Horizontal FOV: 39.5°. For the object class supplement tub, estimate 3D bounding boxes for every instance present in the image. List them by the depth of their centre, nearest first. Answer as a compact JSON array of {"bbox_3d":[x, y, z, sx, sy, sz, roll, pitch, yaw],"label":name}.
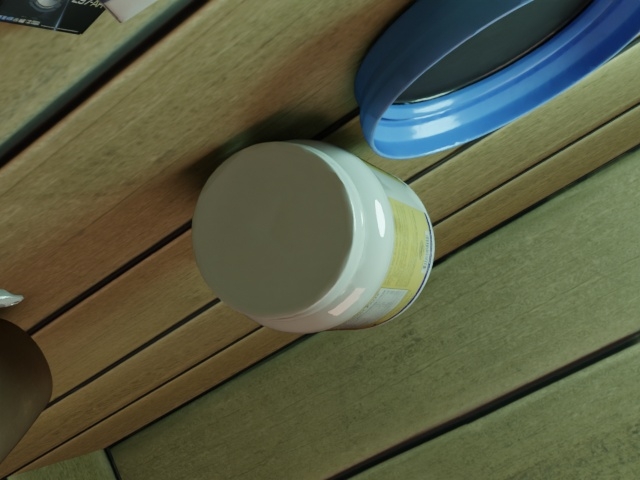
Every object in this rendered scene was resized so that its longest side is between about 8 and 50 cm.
[{"bbox_3d":[0.000,0.000,1.160,0.241,0.241,0.331,-30,166,16],"label":"supplement tub"}]

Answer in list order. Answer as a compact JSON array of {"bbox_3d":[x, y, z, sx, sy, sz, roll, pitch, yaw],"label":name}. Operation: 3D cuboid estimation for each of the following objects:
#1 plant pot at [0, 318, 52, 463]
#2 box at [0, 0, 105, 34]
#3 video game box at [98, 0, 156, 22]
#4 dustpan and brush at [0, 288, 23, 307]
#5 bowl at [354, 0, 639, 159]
[{"bbox_3d":[-0.478,0.217,1.155,0.263,0.263,0.229,-36,180,37],"label":"plant pot"},{"bbox_3d":[-0.183,-0.175,0.621,0.067,0.018,0.083,-33,165,31],"label":"box"},{"bbox_3d":[-0.052,-0.193,0.355,0.187,0.048,0.205,-34,164,4],"label":"video game box"},{"bbox_3d":[-0.427,0.058,0.972,0.147,0.060,0.211,-36,163,37],"label":"dustpan and brush"},{"bbox_3d":[0.216,-0.228,1.046,0.391,0.077,0.391,-25,167,-6],"label":"bowl"}]
